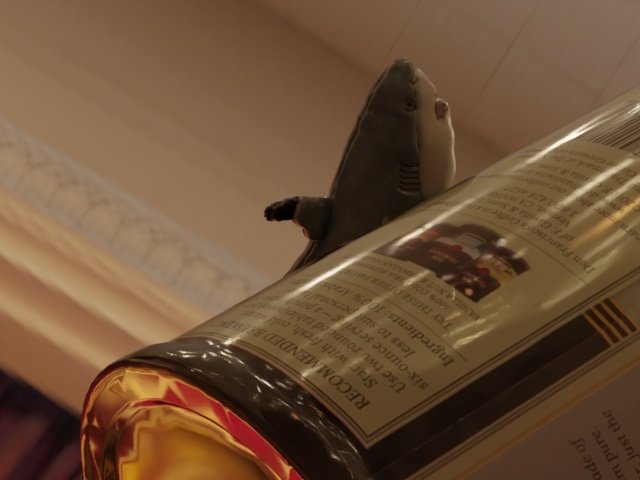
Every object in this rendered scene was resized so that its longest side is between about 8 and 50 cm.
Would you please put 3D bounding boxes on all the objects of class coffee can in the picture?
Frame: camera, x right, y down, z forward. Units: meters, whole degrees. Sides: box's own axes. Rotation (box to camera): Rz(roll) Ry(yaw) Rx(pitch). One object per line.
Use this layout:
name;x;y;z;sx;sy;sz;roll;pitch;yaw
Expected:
coffee can;0.082;0.073;0.678;0.201;0.275;0.201;36;-39;36

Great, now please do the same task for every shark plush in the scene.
shark plush;0.000;0.000;0.789;0.161;0.073;0.067;-43;-63;-4
